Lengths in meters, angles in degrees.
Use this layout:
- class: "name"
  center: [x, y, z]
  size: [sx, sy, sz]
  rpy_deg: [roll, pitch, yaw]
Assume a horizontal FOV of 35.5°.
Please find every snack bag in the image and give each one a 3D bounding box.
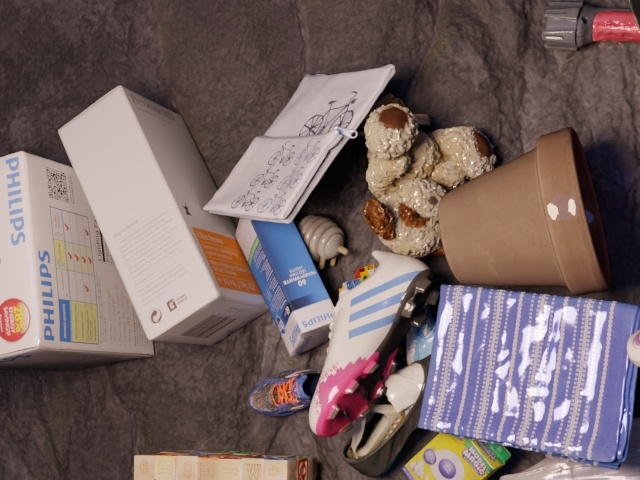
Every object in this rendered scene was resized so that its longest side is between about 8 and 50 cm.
- class: "snack bag"
  center: [-0.040, -0.174, 1.725]
  size: [0.342, 0.037, 0.323]
  rpy_deg: [-55, 25, -14]

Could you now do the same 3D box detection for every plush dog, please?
- class: "plush dog"
  center: [0.150, -0.081, 1.702]
  size: [0.211, 0.263, 0.225]
  rpy_deg: [-25, 58, 53]

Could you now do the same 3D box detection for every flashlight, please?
- class: "flashlight"
  center: [0.517, -0.339, 1.622]
  size: [0.304, 0.103, 0.103]
  rpy_deg: [7, 80, 23]

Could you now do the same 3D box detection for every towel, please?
- class: "towel"
  center: [0.314, 0.198, 1.521]
  size: [0.336, 0.040, 0.243]
  rpy_deg: [5, 80, 34]

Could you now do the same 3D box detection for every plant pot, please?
- class: "plant pot"
  center: [0.315, -0.028, 1.572]
  size: [0.229, 0.263, 0.262]
  rpy_deg: [-12, 77, 21]

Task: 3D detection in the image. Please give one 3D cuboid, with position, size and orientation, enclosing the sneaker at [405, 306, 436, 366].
- class: "sneaker"
  center: [0.185, 0.144, 1.727]
  size: [0.073, 0.063, 0.162]
  rpy_deg: [-2, 90, 12]

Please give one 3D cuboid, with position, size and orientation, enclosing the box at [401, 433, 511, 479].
- class: "box"
  center: [0.224, 0.365, 1.645]
  size: [0.105, 0.043, 0.179]
  rpy_deg: [53, 123, 21]

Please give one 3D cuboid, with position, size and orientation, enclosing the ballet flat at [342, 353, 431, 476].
- class: "ballet flat"
  center: [0.129, 0.284, 1.670]
  size: [0.280, 0.096, 0.095]
  rpy_deg: [-58, 27, 16]

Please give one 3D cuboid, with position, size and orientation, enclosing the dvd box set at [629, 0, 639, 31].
- class: "dvd box set"
  center: [0.667, -0.280, 1.392]
  size: [0.421, 0.062, 0.307]
  rpy_deg: [5, 39, 1]

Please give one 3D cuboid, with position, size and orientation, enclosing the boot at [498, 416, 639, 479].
- class: "boot"
  center: [0.398, 0.346, 1.589]
  size: [0.258, 0.095, 0.123]
  rpy_deg: [-10, 68, 17]

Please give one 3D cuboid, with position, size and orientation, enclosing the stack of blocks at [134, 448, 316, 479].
- class: "stack of blocks"
  center: [-0.159, 0.422, 1.767]
  size: [0.297, 0.171, 0.087]
  rpy_deg: [-3, 81, 22]

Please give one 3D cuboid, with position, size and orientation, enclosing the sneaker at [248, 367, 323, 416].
- class: "sneaker"
  center: [-0.033, 0.262, 1.781]
  size: [0.221, 0.087, 0.083]
  rpy_deg: [-18, 75, 20]

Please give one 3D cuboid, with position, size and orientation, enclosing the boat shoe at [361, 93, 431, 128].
- class: "boat shoe"
  center: [0.121, -0.236, 1.802]
  size: [0.170, 0.063, 0.059]
  rpy_deg: [10, 92, 25]

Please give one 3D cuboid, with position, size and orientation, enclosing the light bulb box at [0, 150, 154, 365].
- class: "light bulb box"
  center: [-0.514, 0.057, 1.873]
  size: [0.225, 0.361, 0.357]
  rpy_deg: [-13, 77, 21]

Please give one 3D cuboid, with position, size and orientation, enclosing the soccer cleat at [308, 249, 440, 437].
- class: "soccer cleat"
  center: [0.062, 0.164, 1.638]
  size: [0.143, 0.116, 0.331]
  rpy_deg: [28, 76, 33]

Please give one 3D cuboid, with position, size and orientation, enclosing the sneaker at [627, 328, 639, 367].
- class: "sneaker"
  center: [0.560, 0.196, 1.433]
  size: [0.114, 0.305, 0.152]
  rpy_deg: [21, 100, 61]

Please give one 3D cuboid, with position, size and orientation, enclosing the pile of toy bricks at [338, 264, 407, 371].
- class: "pile of toy bricks"
  center: [0.070, 0.159, 1.757]
  size: [0.105, 0.118, 0.212]
  rpy_deg: [-22, 82, 59]

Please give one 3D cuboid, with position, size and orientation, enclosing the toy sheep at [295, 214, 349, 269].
- class: "toy sheep"
  center: [0.000, 0.000, 1.809]
  size: [0.132, 0.091, 0.091]
  rpy_deg: [24, 92, 30]

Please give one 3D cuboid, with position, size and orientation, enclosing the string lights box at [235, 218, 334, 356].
- class: "string lights box"
  center: [-0.064, 0.063, 1.793]
  size: [0.077, 0.133, 0.259]
  rpy_deg: [-19, 71, -20]

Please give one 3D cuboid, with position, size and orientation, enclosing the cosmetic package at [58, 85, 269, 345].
- class: "cosmetic package"
  center: [-0.287, -0.040, 1.862]
  size: [0.162, 0.230, 0.453]
  rpy_deg: [-33, 71, 16]
